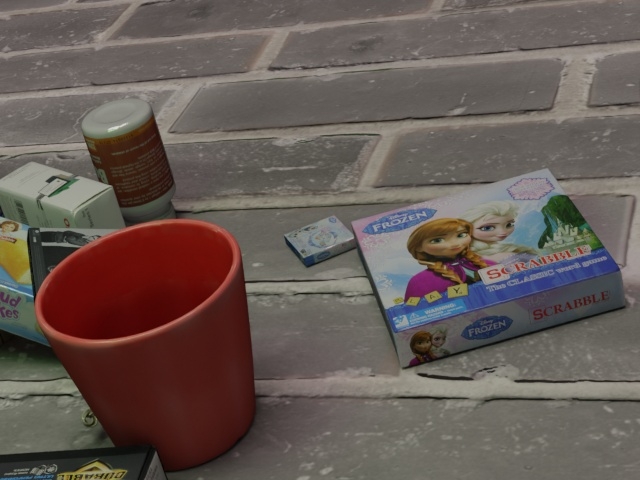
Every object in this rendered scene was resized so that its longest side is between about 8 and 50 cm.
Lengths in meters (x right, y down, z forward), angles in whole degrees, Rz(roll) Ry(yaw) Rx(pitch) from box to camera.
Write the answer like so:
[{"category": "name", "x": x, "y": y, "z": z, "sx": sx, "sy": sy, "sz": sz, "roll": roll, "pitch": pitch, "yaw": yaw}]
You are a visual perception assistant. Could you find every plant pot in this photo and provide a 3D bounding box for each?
[{"category": "plant pot", "x": -0.205, "y": 0.144, "z": 1.729, "sx": 0.275, "sy": 0.243, "sz": 0.275, "roll": -10, "pitch": 31, "yaw": 6}]

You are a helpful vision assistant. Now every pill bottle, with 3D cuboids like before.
[{"category": "pill bottle", "x": -0.312, "y": -0.117, "z": 2.234, "sx": 0.121, "sy": 0.216, "sz": 0.121, "roll": -11, "pitch": 30, "yaw": 6}]

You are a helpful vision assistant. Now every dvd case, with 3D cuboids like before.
[{"category": "dvd case", "x": -0.300, "y": 0.046, "z": 1.954, "sx": 0.239, "sy": 0.029, "sz": 0.179, "roll": 1, "pitch": 38, "yaw": -19}]

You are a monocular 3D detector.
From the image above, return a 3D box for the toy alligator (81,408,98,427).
[{"category": "toy alligator", "x": -0.297, "y": 0.203, "z": 1.864, "sx": 0.051, "sy": 0.056, "sz": 0.189, "roll": -46, "pitch": 10, "yaw": 38}]

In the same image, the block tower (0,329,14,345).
[{"category": "block tower", "x": -0.620, "y": 0.089, "z": 2.145, "sx": 0.335, "sy": 0.097, "sz": 0.091, "roll": 13, "pitch": 39, "yaw": 35}]

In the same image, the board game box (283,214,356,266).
[{"category": "board game box", "x": 0.000, "y": 0.000, "z": 2.104, "sx": 0.090, "sy": 0.020, "sz": 0.090, "roll": -22, "pitch": 31, "yaw": -12}]

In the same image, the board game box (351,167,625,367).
[{"category": "board game box", "x": 0.227, "y": 0.029, "z": 1.915, "sx": 0.319, "sy": 0.066, "sz": 0.318, "roll": -15, "pitch": 30, "yaw": -3}]

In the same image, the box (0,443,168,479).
[{"category": "box", "x": -0.359, "y": 0.370, "z": 1.592, "sx": 0.296, "sy": 0.073, "sz": 0.293, "roll": -5, "pitch": 31, "yaw": 16}]

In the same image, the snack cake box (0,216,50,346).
[{"category": "snack cake box", "x": -0.396, "y": 0.072, "z": 1.987, "sx": 0.264, "sy": 0.089, "sz": 0.152, "roll": 18, "pitch": 38, "yaw": 5}]

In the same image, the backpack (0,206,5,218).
[{"category": "backpack", "x": -0.618, "y": -0.038, "z": 2.327, "sx": 0.158, "sy": 0.116, "sz": 0.173, "roll": -22, "pitch": 31, "yaw": -14}]

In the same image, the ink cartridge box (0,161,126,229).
[{"category": "ink cartridge box", "x": -0.413, "y": -0.023, "z": 2.177, "sx": 0.219, "sy": 0.160, "sz": 0.092, "roll": 17, "pitch": 42, "yaw": 40}]
